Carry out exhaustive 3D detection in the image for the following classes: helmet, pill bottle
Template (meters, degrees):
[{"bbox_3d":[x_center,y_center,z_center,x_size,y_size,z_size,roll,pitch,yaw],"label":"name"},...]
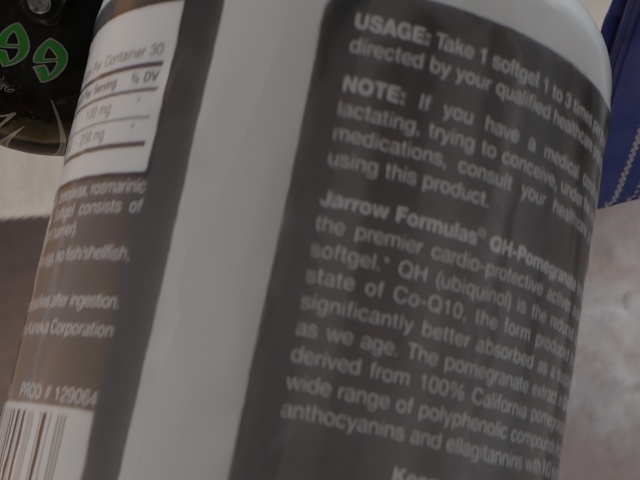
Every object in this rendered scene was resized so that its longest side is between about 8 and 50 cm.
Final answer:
[{"bbox_3d":[-0.117,-0.119,0.556,0.169,0.161,0.169,17,52,-23],"label":"helmet"},{"bbox_3d":[0.000,0.000,0.408,0.176,0.176,0.318,8,77,12],"label":"pill bottle"}]

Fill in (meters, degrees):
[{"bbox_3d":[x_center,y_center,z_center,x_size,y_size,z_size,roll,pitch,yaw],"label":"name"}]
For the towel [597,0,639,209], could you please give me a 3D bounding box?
[{"bbox_3d":[0.341,-0.145,0.928,0.336,0.243,0.040,-14,50,-20],"label":"towel"}]
